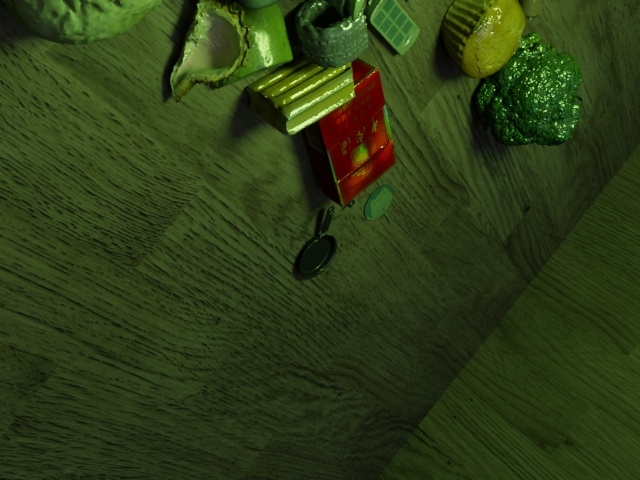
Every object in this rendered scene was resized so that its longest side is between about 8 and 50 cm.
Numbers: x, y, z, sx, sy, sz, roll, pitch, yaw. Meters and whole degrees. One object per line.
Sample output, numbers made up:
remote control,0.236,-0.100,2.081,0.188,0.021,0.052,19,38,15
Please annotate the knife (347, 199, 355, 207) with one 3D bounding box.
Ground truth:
knife,0.100,-0.198,2.093,0.072,0.019,0.245,-24,136,-36

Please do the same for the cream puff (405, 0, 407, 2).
cream puff,0.145,-0.635,1.501,0.323,0.269,0.274,-42,165,-29

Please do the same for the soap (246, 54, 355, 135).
soap,-0.025,-0.324,1.709,0.232,0.140,0.073,-35,147,-25

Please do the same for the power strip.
power strip,0.171,-0.502,1.882,0.080,0.029,0.227,-56,147,5

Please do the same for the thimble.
thimble,0.023,-0.435,1.659,0.150,0.150,0.098,-40,144,-19

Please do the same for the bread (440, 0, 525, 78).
bread,0.418,-0.528,2.060,0.239,0.139,0.240,-31,142,-29

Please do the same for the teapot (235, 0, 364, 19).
teapot,-0.039,-0.480,1.430,0.183,0.250,0.184,20,90,-85

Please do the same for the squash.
squash,-0.119,-0.386,1.585,0.191,0.085,0.184,-31,142,-32

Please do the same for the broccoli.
broccoli,0.611,-0.424,2.315,0.283,0.303,0.321,-57,169,-60

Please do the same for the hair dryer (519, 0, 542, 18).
hair dryer,0.615,-0.697,2.224,0.181,0.064,0.117,-38,145,-31

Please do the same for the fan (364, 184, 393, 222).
fan,0.175,-0.093,2.293,0.113,0.005,0.175,-49,147,-6

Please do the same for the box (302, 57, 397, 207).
box,0.069,-0.252,1.926,0.197,0.089,0.313,-41,143,-18

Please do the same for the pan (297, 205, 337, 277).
pan,0.000,0.000,2.145,0.136,0.028,0.235,-21,139,-40

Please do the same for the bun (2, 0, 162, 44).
bun,-0.322,-0.445,1.152,0.352,0.227,0.349,-52,149,3

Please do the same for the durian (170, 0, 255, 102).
durian,-0.209,-0.351,1.513,0.224,0.140,0.078,-47,-166,24
